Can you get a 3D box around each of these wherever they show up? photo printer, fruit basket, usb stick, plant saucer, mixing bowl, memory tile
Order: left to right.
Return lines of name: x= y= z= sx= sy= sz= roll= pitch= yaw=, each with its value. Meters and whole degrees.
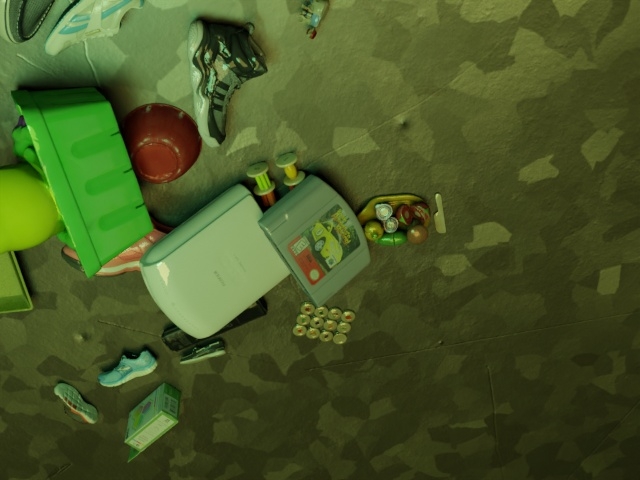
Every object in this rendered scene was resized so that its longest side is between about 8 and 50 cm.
plant saucer: x=-0.787 y=0.087 z=1.853 sx=0.188 sy=0.045 sz=0.188 roll=-6 pitch=125 yaw=-2
fruit basket: x=-0.556 y=-0.098 z=1.570 sx=0.392 sy=0.283 sz=0.392 roll=-10 pitch=114 yaw=-23
mixing bowl: x=-0.346 y=-0.190 z=1.682 sx=0.182 sy=0.098 sz=0.181 roll=-2 pitch=123 yaw=-4
usb stick: x=-0.265 y=0.206 z=1.987 sx=0.278 sy=0.045 sz=0.077 roll=-23 pitch=130 yaw=10
photo printer: x=-0.237 y=0.057 z=1.782 sx=0.307 sy=0.107 sz=0.256 roll=-38 pitch=123 yaw=-14
memory tile: x=0.009 y=0.214 z=2.039 sx=0.148 sy=0.012 sz=0.113 roll=12 pitch=122 yaw=-14

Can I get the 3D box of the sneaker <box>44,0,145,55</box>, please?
sneaker: x=-0.441 y=-0.423 z=1.523 sx=0.229 sy=0.087 sz=0.092 roll=-34 pitch=122 yaw=19

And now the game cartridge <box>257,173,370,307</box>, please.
game cartridge: x=0.000 y=0.000 z=1.809 sx=0.196 sy=0.060 sz=0.294 roll=-43 pitch=129 yaw=-14

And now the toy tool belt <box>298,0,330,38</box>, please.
toy tool belt: x=-0.019 y=-0.451 z=1.576 sx=0.051 sy=0.052 sz=0.083 roll=33 pitch=116 yaw=11

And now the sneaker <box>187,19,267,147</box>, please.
sneaker: x=-0.182 y=-0.316 z=1.610 sx=0.153 sy=0.101 sz=0.268 roll=-4 pitch=121 yaw=0

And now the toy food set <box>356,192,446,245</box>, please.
toy food set: x=0.194 y=-0.039 z=1.854 sx=0.218 sy=0.071 sz=0.128 roll=-6 pitch=124 yaw=-2

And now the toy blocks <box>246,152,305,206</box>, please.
toy blocks: x=-0.086 y=-0.113 z=1.786 sx=0.123 sy=0.054 sz=0.148 roll=-18 pitch=124 yaw=5

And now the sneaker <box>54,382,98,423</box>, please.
sneaker: x=-0.663 y=0.443 z=2.098 sx=0.065 sy=0.061 sz=0.158 roll=-24 pitch=122 yaw=17

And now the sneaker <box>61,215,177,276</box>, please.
sneaker: x=-0.429 y=0.002 z=1.812 sx=0.314 sy=0.116 sz=0.136 roll=2 pitch=113 yaw=-15

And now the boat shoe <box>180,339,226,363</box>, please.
boat shoe: x=-0.306 y=0.290 z=2.043 sx=0.125 sy=0.038 sz=0.046 roll=-18 pitch=166 yaw=13

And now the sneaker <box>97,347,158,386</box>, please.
sneaker: x=-0.504 y=0.322 z=2.042 sx=0.162 sy=0.063 sz=0.073 roll=-23 pitch=105 yaw=4

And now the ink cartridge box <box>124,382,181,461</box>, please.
ink cartridge box: x=-0.465 y=0.487 z=2.115 sx=0.209 sy=0.109 sz=0.062 roll=-41 pitch=118 yaw=20

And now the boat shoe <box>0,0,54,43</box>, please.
boat shoe: x=-0.473 y=-0.486 z=1.429 sx=0.158 sy=0.127 sz=0.340 roll=30 pitch=118 yaw=5
